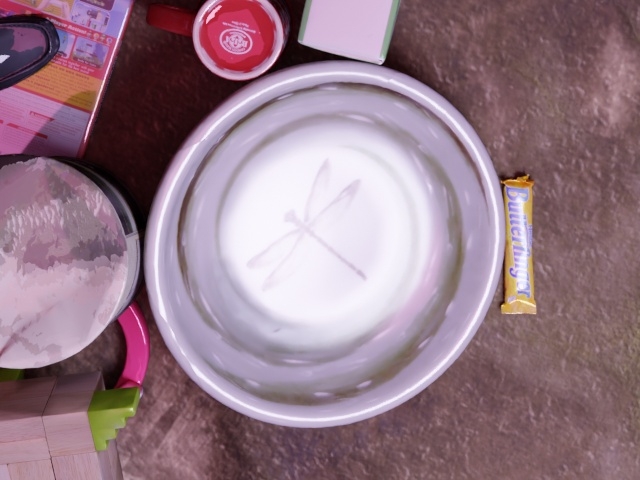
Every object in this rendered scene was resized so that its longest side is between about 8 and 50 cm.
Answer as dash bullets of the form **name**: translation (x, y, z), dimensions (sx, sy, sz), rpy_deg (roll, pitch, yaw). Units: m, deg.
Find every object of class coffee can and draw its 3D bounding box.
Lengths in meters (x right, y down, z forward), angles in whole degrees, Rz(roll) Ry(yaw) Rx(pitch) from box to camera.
- **coffee can**: translation (-0.281, 0.014, 1.516), dimensions (0.201, 0.275, 0.201), rpy_deg (0, 93, -2)

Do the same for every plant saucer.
- **plant saucer**: translation (0.000, 0.000, 1.621), dimensions (0.400, 0.100, 0.400), rpy_deg (-4, 106, -16)

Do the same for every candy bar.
- **candy bar**: translation (0.223, 0.005, 1.695), dimensions (0.040, 0.018, 0.161), rpy_deg (-2, 102, -1)

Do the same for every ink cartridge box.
- **ink cartridge box**: translation (0.041, -0.273, 1.535), dimensions (0.093, 0.219, 0.160), rpy_deg (13, 100, 0)

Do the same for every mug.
- **mug**: translation (-0.100, -0.213, 1.568), dimensions (0.150, 0.169, 0.113), rpy_deg (-18, 102, 2)

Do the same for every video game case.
- **video game case**: translation (-0.332, -0.197, 1.640), dimensions (0.204, 0.025, 0.285), rpy_deg (19, 101, -4)

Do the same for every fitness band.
- **fitness band**: translation (-0.324, 0.155, 1.700), dimensions (0.209, 0.054, 0.291), rpy_deg (43, 97, -6)

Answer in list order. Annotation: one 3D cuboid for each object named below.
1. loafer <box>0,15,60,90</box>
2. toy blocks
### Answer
- **loafer**: translation (-0.385, -0.182, 1.589), dimensions (0.223, 0.078, 0.076), rpy_deg (-16, 101, 2)
- **toy blocks**: translation (-0.360, 0.294, 1.627), dimensions (0.381, 0.191, 0.261), rpy_deg (-8, 111, 3)
